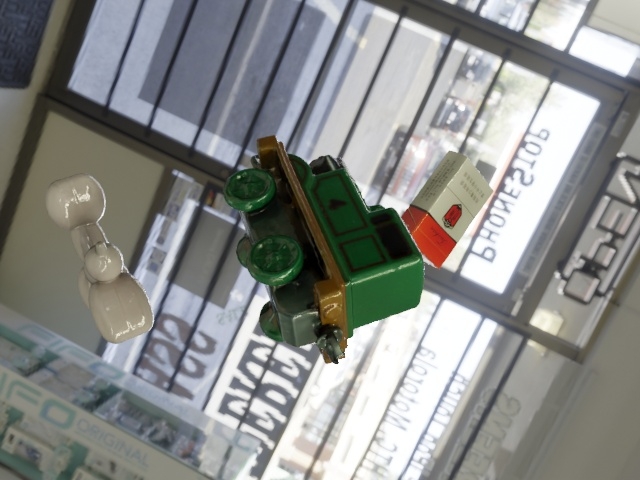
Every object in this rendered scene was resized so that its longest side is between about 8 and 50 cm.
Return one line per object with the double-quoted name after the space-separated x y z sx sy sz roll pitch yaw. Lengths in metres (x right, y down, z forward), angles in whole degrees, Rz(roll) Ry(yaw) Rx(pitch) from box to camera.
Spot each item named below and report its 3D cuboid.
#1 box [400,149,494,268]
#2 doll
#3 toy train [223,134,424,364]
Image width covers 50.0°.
0.188 -0.046 1.044 0.152 0.048 0.100 -53 129 -2 "box"
-0.231 0.011 0.704 0.059 0.161 0.160 -21 113 -21 "doll"
0.000 0.000 0.561 0.091 0.136 0.228 85 -12 -48 "toy train"
